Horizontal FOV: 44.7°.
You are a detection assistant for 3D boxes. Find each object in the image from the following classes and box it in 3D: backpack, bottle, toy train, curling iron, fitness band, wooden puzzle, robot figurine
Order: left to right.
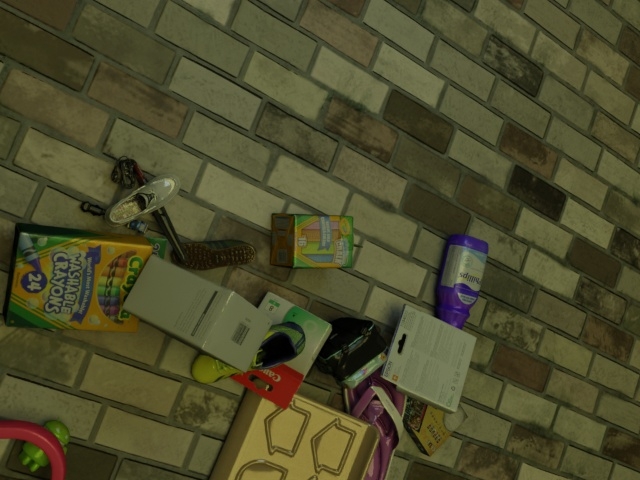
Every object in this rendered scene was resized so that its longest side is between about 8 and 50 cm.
[{"bbox_3d":[-0.666,0.468,1.574,0.291,0.054,0.209,-1,100,-9],"label":"fitness band"},{"bbox_3d":[-0.582,0.430,1.650,0.115,0.067,0.101,-46,118,-18],"label":"robot figurine"},{"bbox_3d":[-0.451,-0.051,1.720,0.158,0.036,0.027,22,82,-27],"label":"toy train"},{"bbox_3d":[-0.379,-0.066,1.750,0.068,0.035,0.274,-36,103,-18],"label":"curling iron"},{"bbox_3d":[-0.069,0.543,1.897,0.348,0.080,0.322,24,78,-7],"label":"wooden puzzle"},{"bbox_3d":[0.061,0.271,1.925,0.166,0.188,0.144,-38,114,-19],"label":"backpack"},{"bbox_3d":[0.380,0.128,2.142,0.118,0.092,0.283,18,84,-30],"label":"bottle"}]

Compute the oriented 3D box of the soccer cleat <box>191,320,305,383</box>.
[{"bbox_3d":[-0.172,0.263,1.779,0.289,0.121,0.093,-20,103,10],"label":"soccer cleat"}]

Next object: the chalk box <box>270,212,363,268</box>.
[{"bbox_3d":[0.000,0.000,1.912,0.213,0.132,0.132,0,92,-29],"label":"chalk box"}]

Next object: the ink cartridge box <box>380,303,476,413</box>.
[{"bbox_3d":[0.276,0.306,2.023,0.224,0.045,0.223,27,63,-7],"label":"ink cartridge box"}]

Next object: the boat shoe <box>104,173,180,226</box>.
[{"bbox_3d":[-0.383,-0.090,1.693,0.184,0.063,0.066,-27,100,-20],"label":"boat shoe"}]

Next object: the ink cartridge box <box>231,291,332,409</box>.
[{"bbox_3d":[-0.103,0.258,1.850,0.181,0.056,0.225,26,74,19],"label":"ink cartridge box"}]

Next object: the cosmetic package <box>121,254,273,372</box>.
[{"bbox_3d":[-0.261,0.161,1.677,0.138,0.224,0.224,-62,153,-11],"label":"cosmetic package"}]

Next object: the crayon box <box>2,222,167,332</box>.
[{"bbox_3d":[-0.487,0.084,1.654,0.323,0.083,0.203,6,104,-29],"label":"crayon box"}]

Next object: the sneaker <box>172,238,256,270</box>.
[{"bbox_3d":[-0.242,0.032,1.818,0.192,0.086,0.064,-1,97,2],"label":"sneaker"}]

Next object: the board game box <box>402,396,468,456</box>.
[{"bbox_3d":[0.284,0.444,2.131,0.165,0.042,0.243,-40,109,-22],"label":"board game box"}]

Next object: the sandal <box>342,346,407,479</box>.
[{"bbox_3d":[0.142,0.469,1.996,0.169,0.102,0.416,3,92,-6],"label":"sandal"}]
